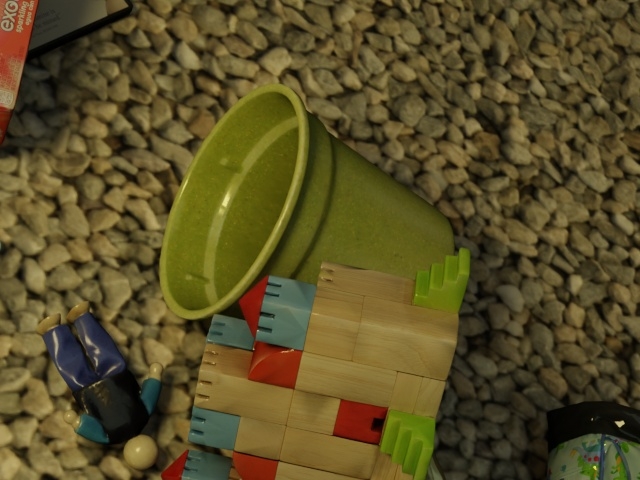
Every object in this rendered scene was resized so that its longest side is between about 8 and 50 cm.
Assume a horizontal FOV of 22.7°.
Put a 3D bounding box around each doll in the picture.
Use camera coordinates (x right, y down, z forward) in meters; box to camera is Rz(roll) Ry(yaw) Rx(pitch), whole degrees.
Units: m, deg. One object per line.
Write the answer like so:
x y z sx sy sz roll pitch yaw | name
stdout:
-0.224 0.157 1.697 0.129 0.046 0.189 -23 76 -33 | doll

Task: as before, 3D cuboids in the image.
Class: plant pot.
0.000 0.000 1.786 0.254 0.276 0.276 24 56 -29 | plant pot

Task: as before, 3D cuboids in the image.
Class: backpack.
0.380 0.387 1.788 0.290 0.273 0.355 28 67 -20 | backpack

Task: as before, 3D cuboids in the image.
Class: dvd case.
-0.363 -0.341 1.901 0.180 0.022 0.253 -32 82 -35 | dvd case

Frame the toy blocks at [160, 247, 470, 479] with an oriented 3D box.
-0.016 0.163 1.636 0.261 0.381 0.190 12 33 -1 | toy blocks

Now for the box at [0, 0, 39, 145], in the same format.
-0.380 -0.241 1.755 0.123 0.128 0.256 14 65 -15 | box

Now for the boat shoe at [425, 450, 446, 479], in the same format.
0.081 0.237 1.793 0.073 0.080 0.223 -14 77 -37 | boat shoe
